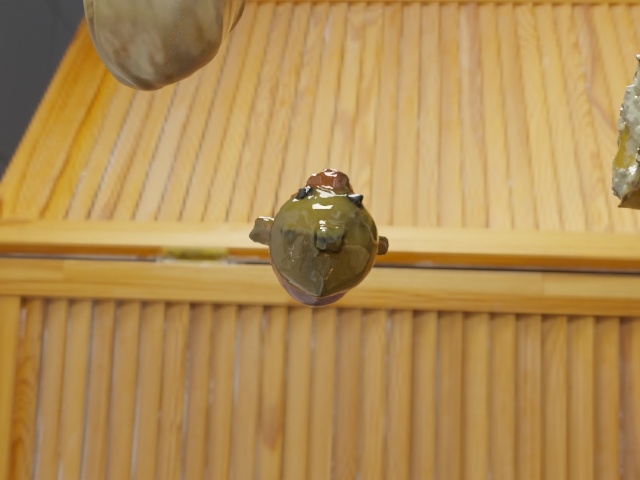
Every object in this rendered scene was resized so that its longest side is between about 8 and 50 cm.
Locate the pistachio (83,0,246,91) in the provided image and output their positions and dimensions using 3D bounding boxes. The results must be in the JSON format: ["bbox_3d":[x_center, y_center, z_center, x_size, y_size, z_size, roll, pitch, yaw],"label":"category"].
[{"bbox_3d":[-0.219,-0.369,1.397,0.238,0.229,0.321,13,-86,-49],"label":"pistachio"}]

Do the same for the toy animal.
[{"bbox_3d":[0.000,0.004,1.327,0.281,0.196,0.169,109,166,-78],"label":"toy animal"}]

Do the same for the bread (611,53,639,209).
[{"bbox_3d":[0.861,-0.228,2.203,0.250,0.394,0.360,5,-86,-74],"label":"bread"}]
